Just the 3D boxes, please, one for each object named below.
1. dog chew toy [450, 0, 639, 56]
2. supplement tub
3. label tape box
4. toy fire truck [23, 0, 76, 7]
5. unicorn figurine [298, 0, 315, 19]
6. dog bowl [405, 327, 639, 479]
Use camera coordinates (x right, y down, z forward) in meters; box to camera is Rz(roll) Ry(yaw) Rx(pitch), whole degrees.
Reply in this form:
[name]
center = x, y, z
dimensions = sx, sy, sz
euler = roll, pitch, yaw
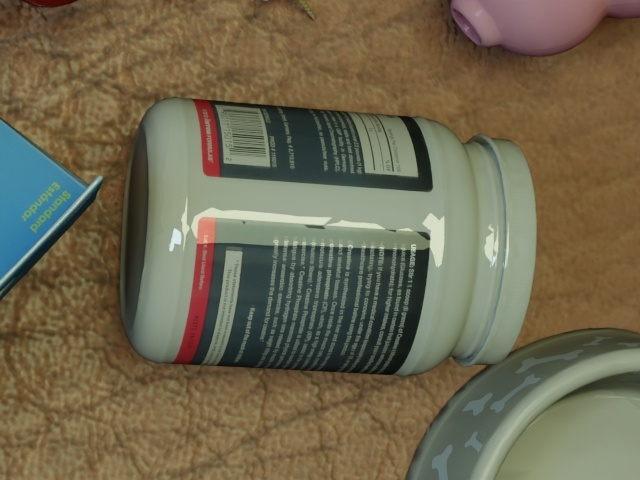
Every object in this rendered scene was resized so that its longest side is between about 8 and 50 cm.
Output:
[dog chew toy]
center = 0.238, -0.266, 1.488
dimensions = 0.332, 0.206, 0.206
euler = -40, 94, -6
[supplement tub]
center = 0.000, 0.000, 1.401
dimensions = 0.272, 0.191, 0.191
euler = 4, 83, -12
[label tape box]
center = -0.279, 0.032, 1.253
dimensions = 0.115, 0.348, 0.249
euler = 44, 77, -5
[toy fire truck]
center = -0.186, -0.331, 1.340
dimensions = 0.254, 0.302, 0.169
euler = -42, 52, -6
[unicorn figurine]
center = -0.077, -0.231, 1.476
dimensions = 0.111, 0.060, 0.162
euler = -20, 91, -10
[dog bowl]
center = 0.237, 0.236, 1.478
dimensions = 0.349, 0.102, 0.348
euler = 2, 83, -13
